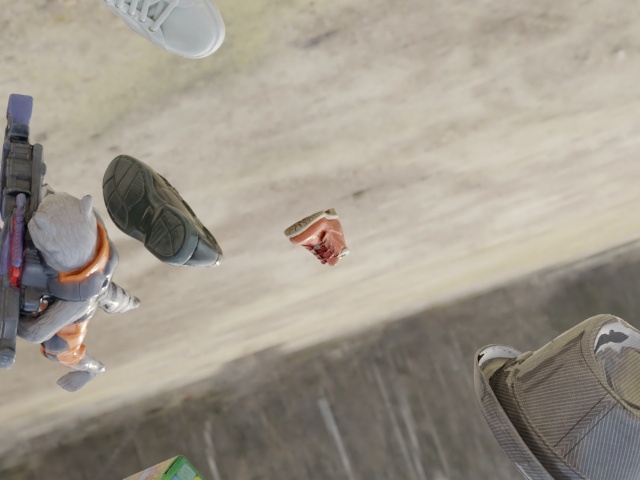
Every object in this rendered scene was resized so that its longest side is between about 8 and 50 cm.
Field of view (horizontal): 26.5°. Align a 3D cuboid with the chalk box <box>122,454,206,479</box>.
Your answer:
[{"bbox_3d":[-0.225,0.410,1.977,0.213,0.132,0.132,-28,-165,43],"label":"chalk box"}]

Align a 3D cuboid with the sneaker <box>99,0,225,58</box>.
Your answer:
[{"bbox_3d":[-0.251,-0.315,1.669,0.106,0.290,0.123,-48,-173,28],"label":"sneaker"}]

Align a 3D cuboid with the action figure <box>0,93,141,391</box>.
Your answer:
[{"bbox_3d":[-0.301,0.002,1.624,0.178,0.341,0.330,2,162,-8],"label":"action figure"}]

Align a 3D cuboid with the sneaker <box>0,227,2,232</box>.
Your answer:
[{"bbox_3d":[-0.577,-0.016,1.896,0.153,0.282,0.099,-44,-161,45],"label":"sneaker"}]

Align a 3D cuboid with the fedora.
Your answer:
[{"bbox_3d":[0.265,0.152,1.242,0.124,0.244,0.275,-50,157,20],"label":"fedora"}]

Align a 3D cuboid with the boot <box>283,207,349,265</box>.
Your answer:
[{"bbox_3d":[0.000,0.000,2.071,0.059,0.085,0.158,-24,176,23],"label":"boot"}]

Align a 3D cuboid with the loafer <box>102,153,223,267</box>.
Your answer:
[{"bbox_3d":[-0.230,-0.033,1.952,0.084,0.267,0.096,24,104,-41],"label":"loafer"}]
